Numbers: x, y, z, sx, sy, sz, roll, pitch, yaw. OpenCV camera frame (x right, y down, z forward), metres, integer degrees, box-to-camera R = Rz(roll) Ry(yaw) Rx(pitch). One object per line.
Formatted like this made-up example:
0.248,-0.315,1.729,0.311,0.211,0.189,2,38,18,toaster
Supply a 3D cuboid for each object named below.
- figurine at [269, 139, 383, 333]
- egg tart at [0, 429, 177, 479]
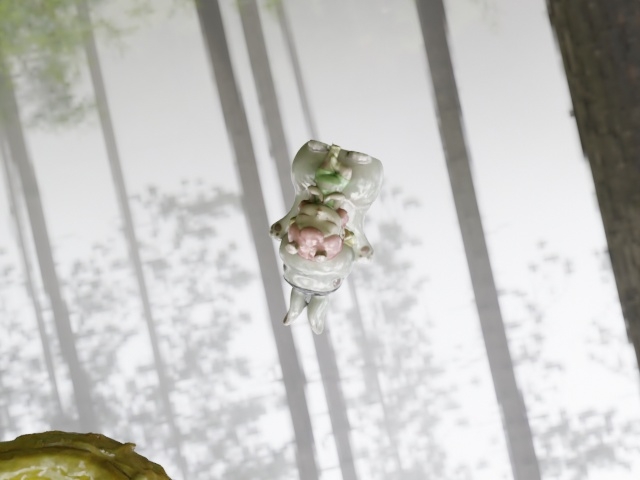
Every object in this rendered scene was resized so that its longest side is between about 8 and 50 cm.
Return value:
-0.009,-0.003,1.044,0.081,0.146,0.098,17,179,30,figurine
-0.254,0.344,1.234,0.345,0.345,0.132,-12,158,-3,egg tart
